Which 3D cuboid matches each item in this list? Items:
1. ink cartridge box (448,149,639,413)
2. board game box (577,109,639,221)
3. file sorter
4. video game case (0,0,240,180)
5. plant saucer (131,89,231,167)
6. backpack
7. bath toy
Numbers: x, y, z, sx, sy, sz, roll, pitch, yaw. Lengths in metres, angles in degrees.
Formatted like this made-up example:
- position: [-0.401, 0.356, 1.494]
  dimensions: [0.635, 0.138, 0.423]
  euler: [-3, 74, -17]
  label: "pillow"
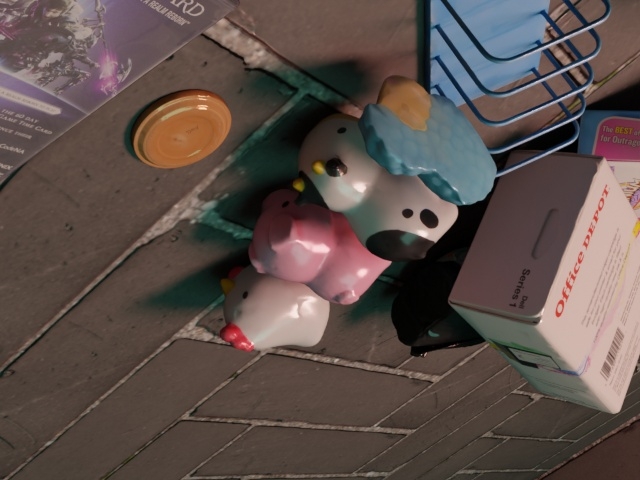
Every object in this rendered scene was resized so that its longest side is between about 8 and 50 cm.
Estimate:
- position: [0.285, 0.052, 1.012]
  dimensions: [0.278, 0.117, 0.201]
  euler: [41, 68, -45]
  label: "ink cartridge box"
- position: [0.463, -0.061, 1.012]
  dimensions: [0.317, 0.064, 0.242]
  euler: [4, 158, 18]
  label: "board game box"
- position: [0.165, -0.150, 0.750]
  dimensions: [0.118, 0.104, 0.170]
  euler: [-24, 151, -6]
  label: "file sorter"
- position: [-0.206, -0.105, 0.525]
  dimensions: [0.274, 0.026, 0.196]
  euler: [-32, 161, 18]
  label: "video game case"
- position: [-0.111, -0.087, 0.708]
  dimensions: [0.083, 0.013, 0.083]
  euler: [-22, 151, -13]
  label: "plant saucer"
- position: [0.196, 0.074, 1.124]
  dimensions: [0.182, 0.115, 0.152]
  euler: [-1, 155, -36]
  label: "backpack"
- position: [0.000, 0.000, 0.821]
  dimensions: [0.129, 0.151, 0.348]
  euler: [-29, 167, -45]
  label: "bath toy"
